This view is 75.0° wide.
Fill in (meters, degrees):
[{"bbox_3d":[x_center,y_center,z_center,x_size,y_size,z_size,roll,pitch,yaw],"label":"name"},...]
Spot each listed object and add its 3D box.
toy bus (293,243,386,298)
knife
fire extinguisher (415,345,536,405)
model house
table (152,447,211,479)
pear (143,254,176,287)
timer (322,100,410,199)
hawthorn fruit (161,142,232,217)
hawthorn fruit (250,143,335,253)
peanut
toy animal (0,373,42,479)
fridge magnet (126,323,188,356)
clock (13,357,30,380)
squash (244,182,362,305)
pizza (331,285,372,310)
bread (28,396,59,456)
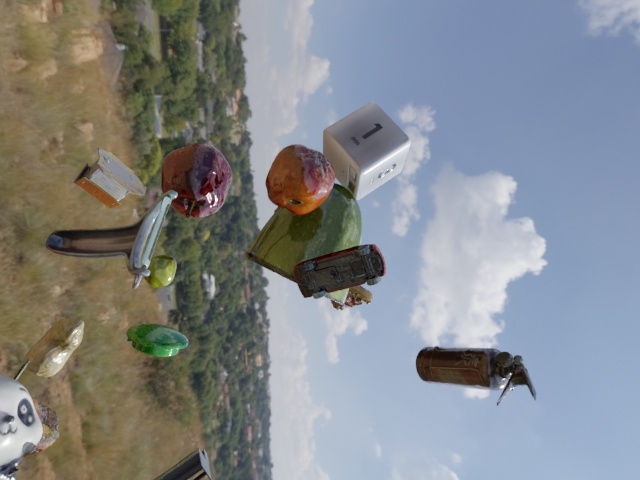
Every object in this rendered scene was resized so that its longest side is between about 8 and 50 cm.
[{"bbox_3d":[0.045,0.060,0.896,0.089,0.195,0.081,-48,119,-69],"label":"toy bus"},{"bbox_3d":[-0.291,0.009,0.567,0.053,0.278,0.123,41,55,-44],"label":"knife"},{"bbox_3d":[0.281,0.246,0.750,0.252,0.075,0.106,-19,-138,56],"label":"fire extinguisher"},{"bbox_3d":[-0.767,-0.201,1.522,0.219,0.136,0.207,48,5,-41],"label":"model house"},{"bbox_3d":[-0.392,0.663,1.178,0.062,0.146,0.175,62,-19,-9],"label":"table"},{"bbox_3d":[-0.452,0.084,1.180,0.092,0.097,0.092,43,-26,27],"label":"pear"},{"bbox_3d":[0.137,-0.278,1.310,0.194,0.195,0.192,51,-13,17],"label":"timer"},{"bbox_3d":[-0.396,-0.163,1.300,0.230,0.211,0.265,109,-11,-48],"label":"hawthorn fruit"},{"bbox_3d":[-0.080,-0.091,0.999,0.285,0.165,0.165,-57,-156,21],"label":"hawthorn fruit"},{"bbox_3d":[-0.919,0.371,1.452,0.253,0.122,0.137,-50,-160,-5],"label":"peanut"},{"bbox_3d":[-0.724,0.424,0.837,0.251,0.251,0.309,119,-21,-74],"label":"toy animal"},{"bbox_3d":[-0.568,0.344,1.454,0.208,0.208,0.088,-179,-74,-81],"label":"fridge magnet"},{"bbox_3d":[-0.850,0.373,1.178,0.074,0.010,0.083,-6,-129,56],"label":"clock"},{"bbox_3d":[-0.001,-0.020,1.141,0.308,0.311,0.310,-62,-173,-5],"label":"squash"},{"bbox_3d":[0.084,0.215,1.541,0.198,0.188,0.062,111,3,-54],"label":"pizza"},{"bbox_3d":[-0.870,0.514,1.030,0.185,0.381,0.109,78,-10,-51],"label":"bread"}]
